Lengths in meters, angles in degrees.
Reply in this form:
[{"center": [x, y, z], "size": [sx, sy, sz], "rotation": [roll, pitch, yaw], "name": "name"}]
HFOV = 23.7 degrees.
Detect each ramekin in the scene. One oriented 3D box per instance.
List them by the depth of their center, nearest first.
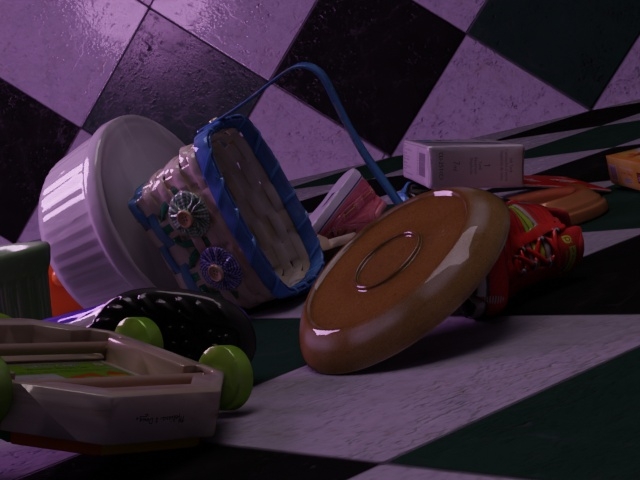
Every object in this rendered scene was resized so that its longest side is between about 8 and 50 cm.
[{"center": [-0.449, 0.100, 1.746], "size": [0.303, 0.148, 0.303], "rotation": [-10, 5, 1], "name": "ramekin"}, {"center": [-0.244, -0.016, 1.950], "size": [0.127, 0.273, 0.273], "rotation": [-23, 2, 25], "name": "ramekin"}]

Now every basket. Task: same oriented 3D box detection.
[{"center": [-0.060, -0.042, 1.833], "size": [0.289, 0.254, 0.201], "rotation": [-30, 5, 17], "name": "basket"}]

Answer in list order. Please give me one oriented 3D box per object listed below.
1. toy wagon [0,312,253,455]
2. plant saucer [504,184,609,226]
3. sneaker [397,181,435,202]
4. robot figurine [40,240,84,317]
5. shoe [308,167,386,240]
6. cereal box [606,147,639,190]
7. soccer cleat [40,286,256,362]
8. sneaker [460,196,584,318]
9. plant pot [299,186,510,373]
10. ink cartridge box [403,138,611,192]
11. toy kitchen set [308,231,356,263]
[{"center": [-0.236, 0.102, 1.278], "size": [0.344, 0.068, 0.267], "rotation": [13, 7, 43], "name": "toy wagon"}, {"center": [0.271, -0.036, 1.969], "size": [0.200, 0.037, 0.200], "rotation": [-14, 7, 2], "name": "plant saucer"}, {"center": [0.151, -0.047, 2.256], "size": [0.078, 0.067, 0.188], "rotation": [8, 8, 7], "name": "sneaker"}, {"center": [-0.338, 0.054, 2.090], "size": [0.219, 0.128, 0.158], "rotation": [-16, -33, -19], "name": "robot figurine"}, {"center": [0.027, -0.020, 2.243], "size": [0.178, 0.081, 0.063], "rotation": [-52, 13, -29], "name": "shoe"}, {"center": [0.530, -0.119, 2.073], "size": [0.240, 0.047, 0.173], "rotation": [-15, 8, -6], "name": "cereal box"}, {"center": [-0.187, 0.101, 1.481], "size": [0.318, 0.108, 0.116], "rotation": [-13, 4, 29], "name": "soccer cleat"}, {"center": [0.201, 0.005, 1.515], "size": [0.118, 0.107, 0.279], "rotation": [3, 15, 14], "name": "sneaker"}, {"center": [0.068, 0.027, 1.403], "size": [0.236, 0.032, 0.236], "rotation": [-33, 22, 15], "name": "plant pot"}, {"center": [0.266, -0.113, 2.239], "size": [0.261, 0.066, 0.296], "rotation": [0, 6, -4], "name": "ink cartridge box"}, {"center": [0.000, 0.000, 2.119], "size": [0.075, 0.083, 0.068], "rotation": [-16, -35, -19], "name": "toy kitchen set"}]
